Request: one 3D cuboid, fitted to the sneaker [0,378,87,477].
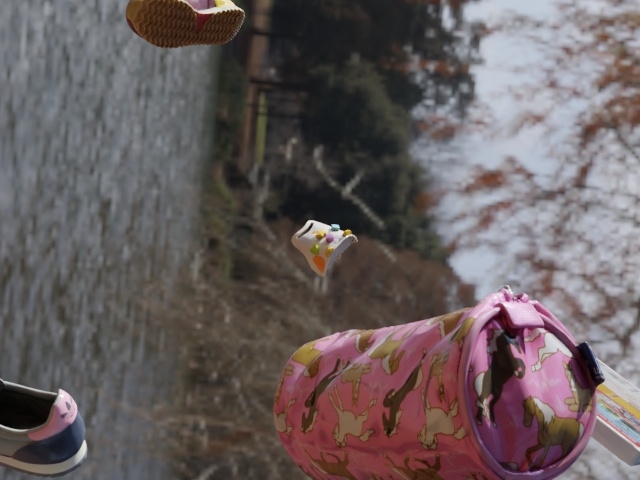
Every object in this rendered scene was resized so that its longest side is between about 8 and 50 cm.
[{"bbox_3d":[-0.468,0.224,1.690,0.112,0.318,0.131,-84,178,-49],"label":"sneaker"}]

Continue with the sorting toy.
[{"bbox_3d":[0.000,0.000,1.883,0.083,0.075,0.045,-47,150,-30],"label":"sorting toy"}]

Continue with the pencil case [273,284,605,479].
[{"bbox_3d":[0.092,0.153,1.216,0.167,0.160,0.386,-44,-170,-27],"label":"pencil case"}]

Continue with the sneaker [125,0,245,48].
[{"bbox_3d":[-0.177,-0.277,1.527,0.185,0.084,0.070,-4,130,-55],"label":"sneaker"}]

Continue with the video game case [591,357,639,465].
[{"bbox_3d":[0.359,0.204,1.596,0.285,0.204,0.025,11,114,-57],"label":"video game case"}]
